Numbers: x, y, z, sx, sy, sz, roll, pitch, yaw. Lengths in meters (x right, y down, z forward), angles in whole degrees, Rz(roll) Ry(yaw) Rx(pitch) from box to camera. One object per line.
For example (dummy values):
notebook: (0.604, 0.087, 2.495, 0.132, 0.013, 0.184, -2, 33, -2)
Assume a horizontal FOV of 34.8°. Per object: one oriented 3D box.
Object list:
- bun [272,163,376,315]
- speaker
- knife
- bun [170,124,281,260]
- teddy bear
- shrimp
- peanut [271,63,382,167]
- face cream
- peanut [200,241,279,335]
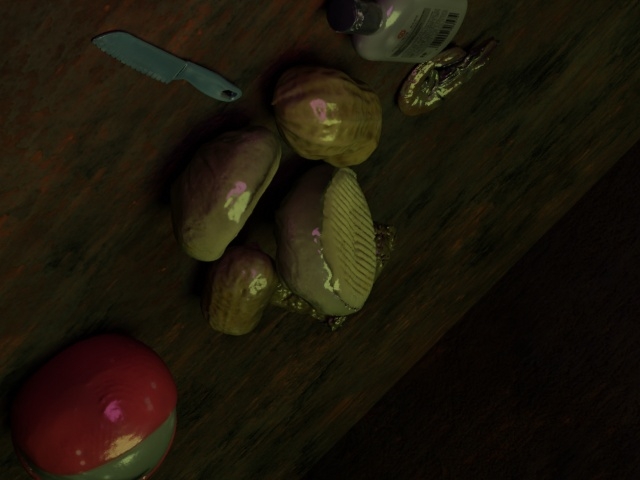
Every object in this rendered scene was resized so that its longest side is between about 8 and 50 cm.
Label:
bun: (0.000, 0.000, 1.796, 0.146, 0.287, 0.287, -6, 173, 24)
speaker: (-0.384, 0.298, 1.752, 0.294, 0.294, 0.294, -35, 159, -16)
knife: (-0.188, -0.218, 1.300, 0.044, 0.019, 0.313, -44, 157, 14)
bun: (-0.151, -0.080, 1.501, 0.222, 0.127, 0.222, -61, -178, 4)
teddy bear: (0.039, 0.053, 2.047, 0.267, 0.156, 0.256, -12, 143, -51)
shrimp: (0.227, -0.305, 1.822, 0.223, 0.047, 0.126, -38, 149, -6)
peanut: (0.017, -0.188, 1.569, 0.147, 0.147, 0.305, -47, 163, 15)
face cream: (0.112, -0.328, 1.525, 0.291, 0.071, 0.144, -14, 144, -53)
peanut: (-0.148, 0.088, 1.820, 0.129, 0.129, 0.224, -24, 156, -39)
